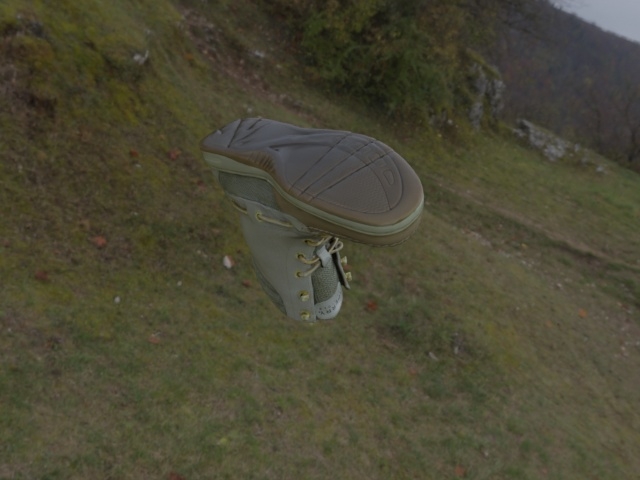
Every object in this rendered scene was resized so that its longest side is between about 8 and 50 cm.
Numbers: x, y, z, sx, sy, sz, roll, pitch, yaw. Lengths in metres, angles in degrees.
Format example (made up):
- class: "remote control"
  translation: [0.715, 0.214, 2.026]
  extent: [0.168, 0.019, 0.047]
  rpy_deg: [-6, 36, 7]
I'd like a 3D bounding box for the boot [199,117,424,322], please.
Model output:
- class: "boot"
  translation: [0.000, 0.000, 0.450]
  extent: [0.077, 0.165, 0.213]
  rpy_deg: [-36, 39, -28]
